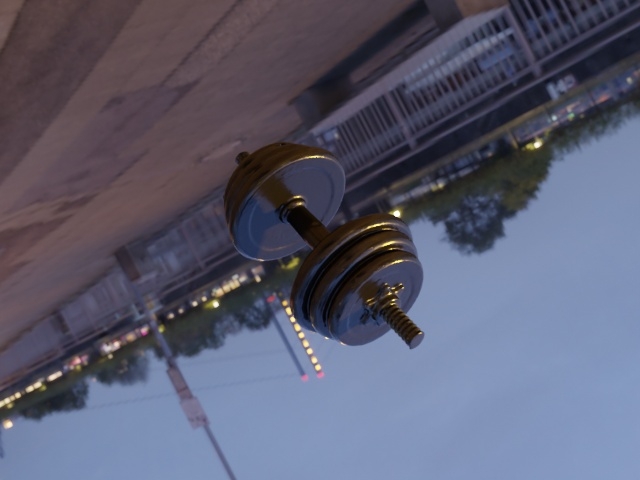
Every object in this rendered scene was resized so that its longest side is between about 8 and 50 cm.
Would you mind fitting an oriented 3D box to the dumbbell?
[{"bbox_3d":[0.000,0.000,0.571,0.099,0.208,0.099,-27,142,-23],"label":"dumbbell"}]
